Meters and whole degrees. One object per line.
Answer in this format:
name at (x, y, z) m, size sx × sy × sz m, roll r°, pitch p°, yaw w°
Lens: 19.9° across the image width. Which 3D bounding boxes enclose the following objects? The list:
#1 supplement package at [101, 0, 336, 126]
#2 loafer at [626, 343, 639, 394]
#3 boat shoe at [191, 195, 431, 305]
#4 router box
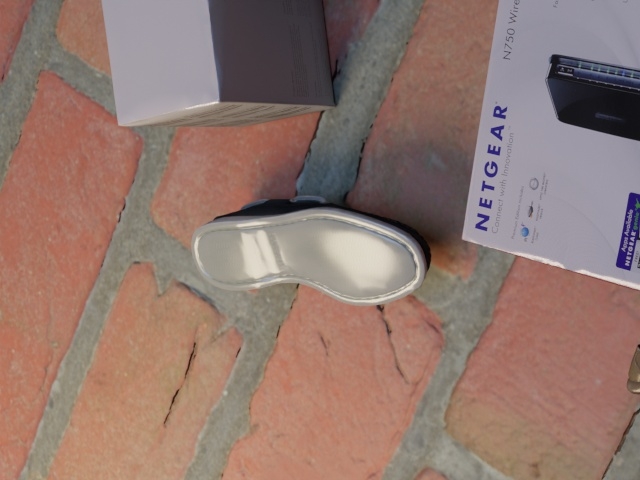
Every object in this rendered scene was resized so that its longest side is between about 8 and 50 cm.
supplement package at (-0.111, -0.226, 1.958) m, size 0.149 × 0.203 × 0.194 m, roll -10°, pitch 86°, yaw 37°
loafer at (0.353, 0.120, 1.720) m, size 0.148 × 0.056 × 0.050 m, roll -6°, pitch 95°, yaw 37°
boat shoe at (0.000, 0.000, 1.957) m, size 0.302 × 0.091 × 0.114 m, roll 7°, pitch 117°, yaw 35°
router box at (0.291, -0.128, 1.658) m, size 0.301 × 0.082 × 0.335 m, roll 16°, pitch 102°, yaw 42°
